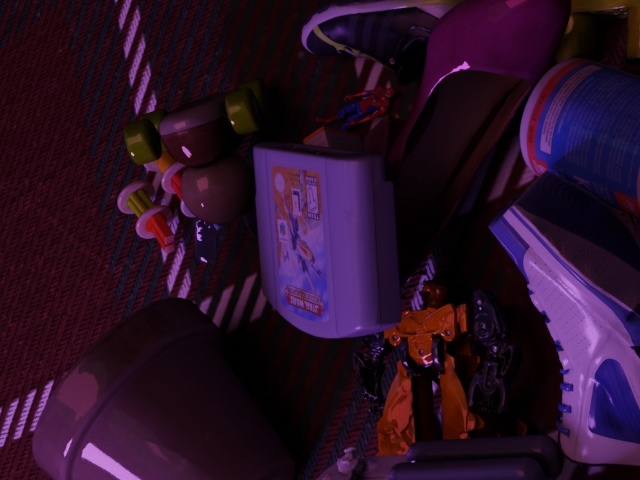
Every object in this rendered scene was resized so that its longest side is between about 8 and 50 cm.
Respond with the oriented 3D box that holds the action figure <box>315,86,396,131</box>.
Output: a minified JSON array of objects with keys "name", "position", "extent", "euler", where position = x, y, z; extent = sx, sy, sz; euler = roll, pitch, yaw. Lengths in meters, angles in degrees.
[{"name":"action figure","position":[0.042,-0.145,1.732],"extent":[0.115,0.030,0.038],"euler":[-26,63,37]}]

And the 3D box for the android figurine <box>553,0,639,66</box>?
[{"name":"android figurine","position":[0.287,-0.304,1.496],"extent":[0.248,0.056,0.273],"euler":[4,89,45]}]

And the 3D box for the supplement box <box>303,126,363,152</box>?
[{"name":"supplement box","position":[0.024,-0.072,1.715],"extent":[0.036,0.062,0.098],"euler":[-31,63,37]}]

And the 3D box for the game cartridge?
[{"name":"game cartridge","position":[0.000,0.000,1.632],"extent":[0.297,0.062,0.198],"euler":[-166,74,-67]}]

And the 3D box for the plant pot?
[{"name":"plant pot","position":[-0.156,0.231,1.750],"extent":[0.229,0.263,0.263],"euler":[39,112,21]}]

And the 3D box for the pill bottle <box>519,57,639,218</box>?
[{"name":"pill bottle","position":[0.301,-0.082,1.404],"extent":[0.221,0.124,0.124],"euler":[27,104,44]}]

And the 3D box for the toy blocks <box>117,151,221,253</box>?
[{"name":"toy blocks","position":[-0.180,-0.039,1.915],"extent":[0.148,0.054,0.123],"euler":[48,117,36]}]

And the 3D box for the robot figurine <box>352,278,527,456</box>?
[{"name":"robot figurine","position":[0.127,0.185,1.567],"extent":[0.211,0.085,0.291],"euler":[-8,80,43]}]

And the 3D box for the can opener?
[{"name":"can opener","position":[0.107,0.236,1.487],"extent":[0.280,0.074,0.093],"euler":[-15,110,39]}]

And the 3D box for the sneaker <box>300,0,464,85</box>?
[{"name":"sneaker","position":[0.069,-0.215,1.673],"extent":[0.234,0.084,0.097],"euler":[-9,80,43]}]

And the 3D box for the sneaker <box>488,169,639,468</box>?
[{"name":"sneaker","position":[0.251,0.106,1.386],"extent":[0.315,0.127,0.182],"euler":[44,126,9]}]

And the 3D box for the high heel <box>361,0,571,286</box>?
[{"name":"high heel","position":[0.143,-0.095,1.518],"extent":[0.377,0.127,0.181],"euler":[127,146,-56]}]

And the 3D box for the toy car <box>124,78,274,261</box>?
[{"name":"toy car","position":[-0.120,-0.075,1.816],"extent":[0.155,0.149,0.188],"euler":[-16,100,12]}]
